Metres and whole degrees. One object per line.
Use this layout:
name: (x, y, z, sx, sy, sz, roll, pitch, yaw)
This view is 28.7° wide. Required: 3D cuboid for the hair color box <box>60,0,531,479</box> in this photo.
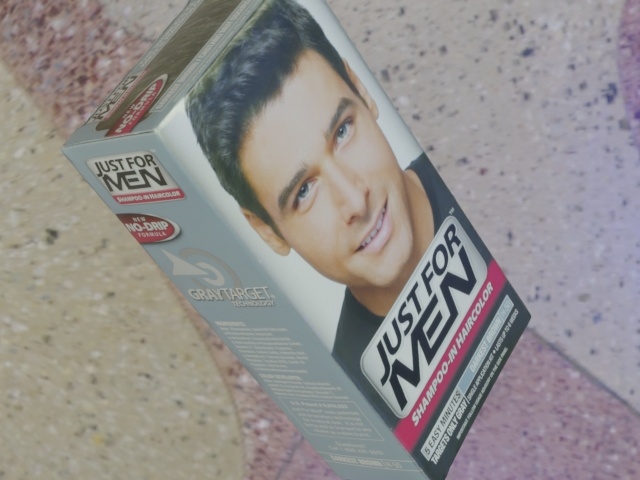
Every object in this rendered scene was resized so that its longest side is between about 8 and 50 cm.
hair color box: (0.000, 0.000, 0.947, 0.374, 0.113, 0.185, 53, 54, -29)
